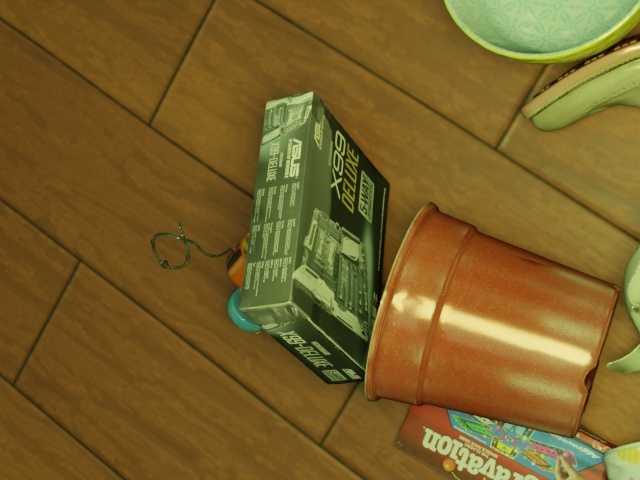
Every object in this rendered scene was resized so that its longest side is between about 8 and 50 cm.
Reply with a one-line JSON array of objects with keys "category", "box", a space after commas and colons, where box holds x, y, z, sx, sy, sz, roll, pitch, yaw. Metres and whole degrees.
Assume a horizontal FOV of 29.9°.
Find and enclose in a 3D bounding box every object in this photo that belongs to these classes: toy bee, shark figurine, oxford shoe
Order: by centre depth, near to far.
[{"category": "shark figurine", "box": [0.413, 0.053, 1.485, 0.166, 0.116, 0.278, -16, 123, 13]}, {"category": "oxford shoe", "box": [0.442, -0.197, 1.485, 0.397, 0.140, 0.146, -20, 98, 29]}, {"category": "toy bee", "box": [-0.067, 0.042, 1.717, 0.195, 0.162, 0.298, -21, 114, 38]}]

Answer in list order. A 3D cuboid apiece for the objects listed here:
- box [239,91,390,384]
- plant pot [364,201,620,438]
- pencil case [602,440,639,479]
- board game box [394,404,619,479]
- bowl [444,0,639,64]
[{"category": "box", "box": [0.000, 0.000, 1.563, 0.076, 0.242, 0.307, -9, 57, 25]}, {"category": "plant pot", "box": [0.226, 0.118, 1.531, 0.265, 0.272, 0.272, 17, 98, 15]}, {"category": "pencil case", "box": [0.430, 0.377, 1.476, 0.113, 0.124, 0.273, -9, 69, 0]}, {"category": "board game box", "box": [0.250, 0.283, 1.638, 0.281, 0.027, 0.145, 26, 102, 21]}, {"category": "bowl", "box": [0.310, -0.344, 1.515, 0.289, 0.156, 0.289, -6, 78, 27]}]
